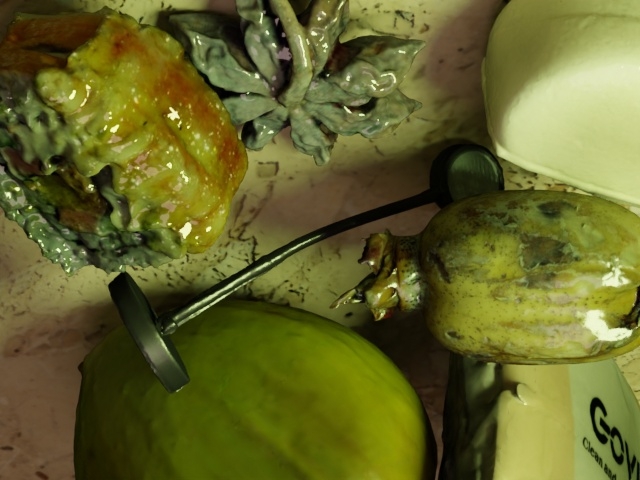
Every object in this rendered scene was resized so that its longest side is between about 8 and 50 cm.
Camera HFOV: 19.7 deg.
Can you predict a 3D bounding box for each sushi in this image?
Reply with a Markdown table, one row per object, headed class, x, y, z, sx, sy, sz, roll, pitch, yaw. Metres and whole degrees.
| class | x | y | z | sx | sy | sz | roll | pitch | yaw |
| --- | --- | --- | --- | --- | --- | --- | --- | --- | --- |
| sushi | -0.169 | -0.070 | 1.484 | 0.184 | 0.139 | 0.274 | -11 | 131 | 38 |

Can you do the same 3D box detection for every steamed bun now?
| class | x | y | z | sx | sy | sz | roll | pitch | yaw |
| --- | --- | --- | --- | --- | --- | --- | --- | --- | --- |
| steamed bun | 0.263 | -0.130 | 1.510 | 0.241 | 0.146 | 0.164 | 16 | 137 | -22 |

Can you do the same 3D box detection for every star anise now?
| class | x | y | z | sx | sy | sz | roll | pitch | yaw |
| --- | --- | --- | --- | --- | --- | --- | --- | --- | --- |
| star anise | -0.028 | -0.145 | 1.507 | 0.230 | 0.081 | 0.262 | -4 | 139 | 23 |

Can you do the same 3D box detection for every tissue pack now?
| class | x | y | z | sx | sy | sz | roll | pitch | yaw |
| --- | --- | --- | --- | --- | --- | --- | --- | --- | --- |
| tissue pack | 0.193 | 0.222 | 1.705 | 0.195 | 0.390 | 0.375 | -6 | 143 | 20 |

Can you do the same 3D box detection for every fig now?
| class | x | y | z | sx | sy | sz | roll | pitch | yaw |
| --- | --- | --- | --- | --- | --- | --- | --- | --- | --- |
| fig | -0.067 | 0.201 | 1.680 | 0.343 | 0.343 | 0.343 | -4 | 134 | -4 |

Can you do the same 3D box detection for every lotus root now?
| class | x | y | z | sx | sy | sz | roll | pitch | yaw |
| --- | --- | --- | --- | --- | --- | --- | --- | --- | --- |
| lotus root | 0.150 | 0.029 | 1.524 | 0.278 | 0.154 | 0.154 | -1 | 135 | 11 |

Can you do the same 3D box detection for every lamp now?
| class | x | y | z | sx | sy | sz | roll | pitch | yaw |
| --- | --- | --- | --- | --- | --- | --- | --- | --- | --- |
| lamp | -0.018 | 0.002 | 1.594 | 0.371 | 0.108 | 0.130 | -34 | 103 | -23 |
